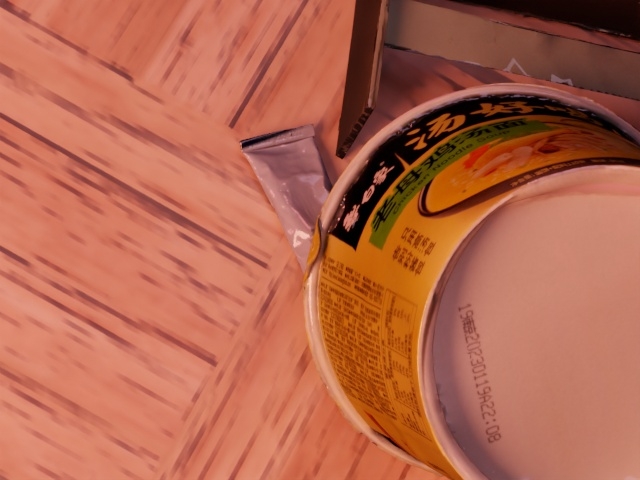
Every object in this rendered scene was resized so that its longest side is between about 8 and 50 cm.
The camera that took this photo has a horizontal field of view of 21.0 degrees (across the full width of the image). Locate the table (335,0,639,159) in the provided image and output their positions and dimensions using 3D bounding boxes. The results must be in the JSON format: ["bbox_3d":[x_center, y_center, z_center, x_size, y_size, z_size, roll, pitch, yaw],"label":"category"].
[{"bbox_3d":[0.092,-0.108,0.679,0.146,0.062,0.175,11,71,-10],"label":"table"}]

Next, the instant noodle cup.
[{"bbox_3d":[0.077,0.023,0.573,0.151,0.122,0.151,-1,96,-9],"label":"instant noodle cup"}]

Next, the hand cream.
[{"bbox_3d":[0.000,0.000,0.648,0.030,0.019,0.093,-19,70,-17],"label":"hand cream"}]
